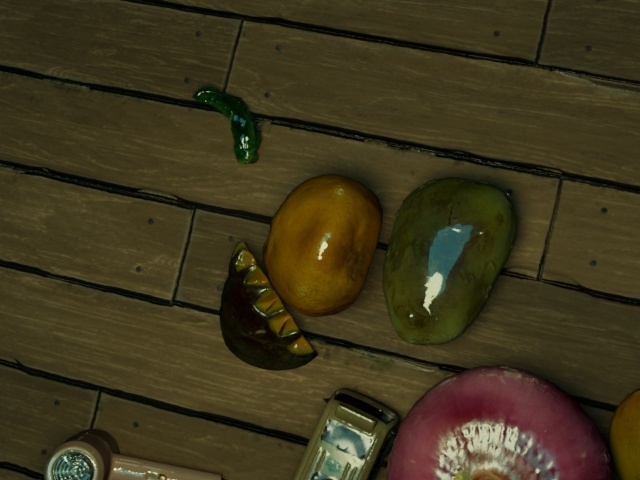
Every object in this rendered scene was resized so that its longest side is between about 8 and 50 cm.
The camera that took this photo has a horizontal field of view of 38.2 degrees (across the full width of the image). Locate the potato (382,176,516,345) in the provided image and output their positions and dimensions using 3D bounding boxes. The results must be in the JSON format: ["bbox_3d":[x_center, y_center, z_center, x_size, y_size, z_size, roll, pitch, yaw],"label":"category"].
[{"bbox_3d":[0.211,0.033,1.586,0.210,0.173,0.307,19,84,11],"label":"potato"}]

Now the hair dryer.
[{"bbox_3d":[-0.304,0.417,1.649,0.344,0.189,0.106,9,84,-3],"label":"hair dryer"}]

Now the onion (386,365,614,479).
[{"bbox_3d":[0.279,0.394,1.464,0.358,0.345,0.358,8,118,15],"label":"onion"}]

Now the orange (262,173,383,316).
[{"bbox_3d":[0.000,0.000,1.588,0.183,0.249,0.249,18,86,-5],"label":"orange"}]

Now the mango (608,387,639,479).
[{"bbox_3d":[0.598,0.369,1.470,0.211,0.173,0.317,-34,84,5],"label":"mango"}]

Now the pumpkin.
[{"bbox_3d":[-0.133,0.135,1.662,0.149,0.130,0.254,-34,79,5],"label":"pumpkin"}]

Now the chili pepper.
[{"bbox_3d":[-0.166,-0.228,1.757,0.073,0.050,0.182,-37,75,11],"label":"chili pepper"}]

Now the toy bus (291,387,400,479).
[{"bbox_3d":[0.023,0.403,1.580,0.139,0.157,0.289,25,88,13],"label":"toy bus"}]
